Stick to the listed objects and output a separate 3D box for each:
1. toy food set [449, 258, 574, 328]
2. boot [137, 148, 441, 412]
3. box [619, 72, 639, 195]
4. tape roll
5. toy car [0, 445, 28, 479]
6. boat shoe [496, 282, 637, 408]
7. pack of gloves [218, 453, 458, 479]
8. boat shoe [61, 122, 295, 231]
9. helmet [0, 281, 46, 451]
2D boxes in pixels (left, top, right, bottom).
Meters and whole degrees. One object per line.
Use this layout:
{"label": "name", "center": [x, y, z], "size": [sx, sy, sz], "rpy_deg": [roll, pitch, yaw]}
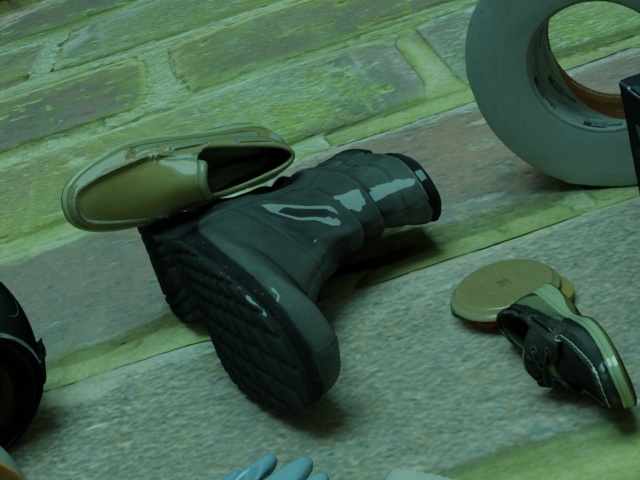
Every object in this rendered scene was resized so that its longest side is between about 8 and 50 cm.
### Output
{"label": "toy food set", "center": [0.135, 0.038, 0.882], "size": [0.083, 0.020, 0.082], "rpy_deg": [-25, 25, -14]}
{"label": "boot", "center": [0.000, 0.000, 0.935], "size": [0.223, 0.118, 0.338], "rpy_deg": [-23, 24, -15]}
{"label": "box", "center": [0.265, -0.021, 0.751], "size": [0.093, 0.158, 0.156], "rpy_deg": [-18, 25, -1]}
{"label": "tape roll", "center": [0.231, -0.153, 0.981], "size": [0.219, 0.219, 0.072], "rpy_deg": [-4, 30, 28]}
{"label": "toy car", "center": [-0.235, 0.144, 0.606], "size": [0.238, 0.210, 0.219], "rpy_deg": [-35, 24, 28]}
{"label": "boat shoe", "center": [0.152, 0.073, 0.766], "size": [0.049, 0.056, 0.152], "rpy_deg": [-24, 15, -2]}
{"label": "pack of gloves", "center": [-0.028, 0.211, 0.624], "size": [0.195, 0.046, 0.232], "rpy_deg": [5, 44, 42]}
{"label": "boat shoe", "center": [-0.109, -0.052, 0.963], "size": [0.190, 0.068, 0.072], "rpy_deg": [-23, 22, -24]}
{"label": "helmet", "center": [-0.302, 0.087, 0.906], "size": [0.169, 0.169, 0.161], "rpy_deg": [-32, 44, -28]}
